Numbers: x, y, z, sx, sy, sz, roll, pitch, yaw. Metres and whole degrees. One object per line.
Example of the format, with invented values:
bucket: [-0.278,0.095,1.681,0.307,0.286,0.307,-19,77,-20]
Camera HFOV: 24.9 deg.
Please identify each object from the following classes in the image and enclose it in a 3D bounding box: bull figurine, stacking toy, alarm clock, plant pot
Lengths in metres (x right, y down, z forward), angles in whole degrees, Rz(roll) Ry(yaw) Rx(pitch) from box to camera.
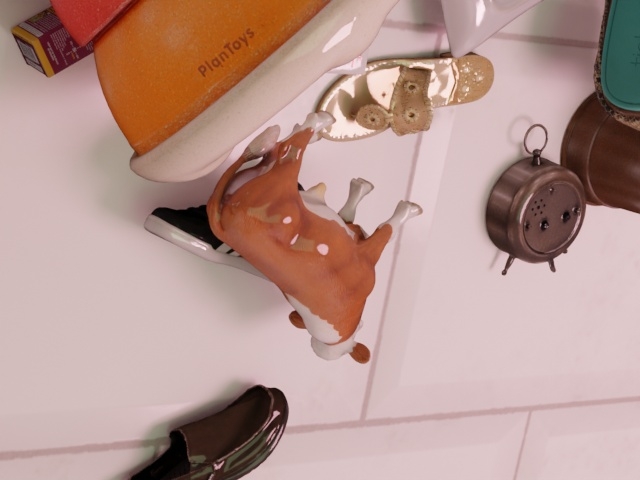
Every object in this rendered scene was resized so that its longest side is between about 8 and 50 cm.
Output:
bull figurine: [0.000,0.000,1.541,0.188,0.101,0.310,-59,138,-13]
stacking toy: [-0.163,-0.323,1.265,0.350,0.350,0.480,-44,102,-12]
alarm clock: [0.273,-0.054,1.813,0.129,0.064,0.192,-19,115,-27]
plant pot: [0.419,-0.100,1.826,0.167,0.165,0.167,-13,114,-30]

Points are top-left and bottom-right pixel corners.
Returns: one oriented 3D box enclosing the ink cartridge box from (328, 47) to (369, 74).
ink cartridge box: [-0.002,-0.235,1.548,0.181,0.061,0.104,-2,110,-34]

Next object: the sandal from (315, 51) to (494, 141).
sandal: [0.114,-0.163,1.646,0.240,0.079,0.088,-18,118,-27]

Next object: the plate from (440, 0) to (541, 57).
plate: [0.227,-0.381,1.628,0.278,0.045,0.277,-35,125,-31]

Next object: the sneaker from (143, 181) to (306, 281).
sneaker: [-0.090,-0.034,1.568,0.217,0.079,0.121,21,93,-46]

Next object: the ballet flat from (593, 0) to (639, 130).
ballet flat: [0.420,-0.370,1.708,0.182,0.164,0.483,-7,105,-59]

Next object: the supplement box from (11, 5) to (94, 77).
supplement box: [-0.247,-0.200,1.401,0.083,0.055,0.043,-33,125,-18]

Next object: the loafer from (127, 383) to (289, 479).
loafer: [-0.129,0.238,1.642,0.220,0.080,0.078,-43,127,-13]
